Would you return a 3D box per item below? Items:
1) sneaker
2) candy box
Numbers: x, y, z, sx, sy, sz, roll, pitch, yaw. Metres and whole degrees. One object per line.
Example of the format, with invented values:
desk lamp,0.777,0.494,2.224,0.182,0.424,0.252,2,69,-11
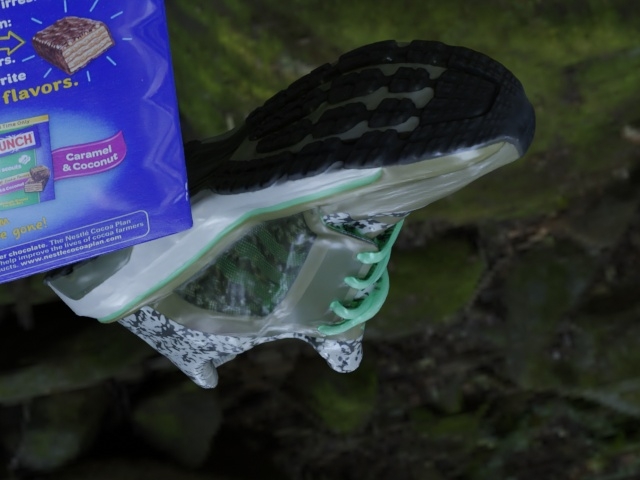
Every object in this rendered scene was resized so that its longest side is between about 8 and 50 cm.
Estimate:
sneaker,0.000,0.000,1.037,0.410,0.182,0.158,-20,-151,43
candy box,-0.223,-0.124,0.848,0.268,0.122,0.317,-16,132,-16
